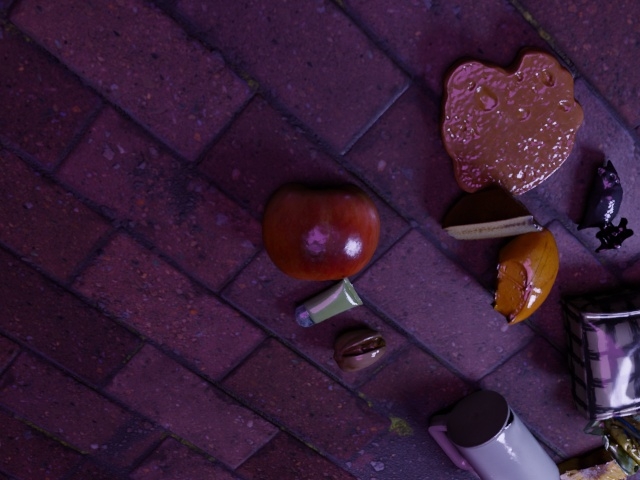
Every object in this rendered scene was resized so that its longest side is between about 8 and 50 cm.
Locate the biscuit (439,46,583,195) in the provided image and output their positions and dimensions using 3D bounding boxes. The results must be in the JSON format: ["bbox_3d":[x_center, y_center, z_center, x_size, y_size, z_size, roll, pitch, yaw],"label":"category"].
[{"bbox_3d":[0.421,-0.267,1.336,0.311,0.057,0.351,-24,117,12],"label":"biscuit"}]

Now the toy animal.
[{"bbox_3d":[0.673,-0.086,1.433,0.117,0.121,0.210,-1,107,51],"label":"toy animal"}]

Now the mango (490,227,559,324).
[{"bbox_3d":[0.505,0.081,1.484,0.153,0.126,0.252,19,110,3],"label":"mango"}]

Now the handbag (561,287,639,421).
[{"bbox_3d":[0.817,0.282,1.549,0.326,0.162,0.326,-11,104,3],"label":"handbag"}]

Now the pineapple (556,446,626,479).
[{"bbox_3d":[0.863,0.720,1.848,0.233,0.079,0.135,-29,106,21],"label":"pineapple"}]

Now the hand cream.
[{"bbox_3d":[0.014,0.171,1.579,0.174,0.046,0.095,-28,113,7],"label":"hand cream"}]

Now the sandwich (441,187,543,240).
[{"bbox_3d":[0.397,-0.060,1.389,0.094,0.096,0.258,24,160,-34],"label":"sandwich"}]

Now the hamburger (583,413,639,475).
[{"bbox_3d":[0.855,0.549,1.651,0.260,0.276,0.150,34,111,-24],"label":"hamburger"}]

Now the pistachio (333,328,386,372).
[{"bbox_3d":[0.106,0.296,1.613,0.149,0.113,0.113,-13,117,-1],"label":"pistachio"}]

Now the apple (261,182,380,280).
[{"bbox_3d":[0.000,0.000,1.422,0.292,0.163,0.252,2,117,1],"label":"apple"}]

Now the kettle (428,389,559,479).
[{"bbox_3d":[0.510,0.605,1.742,0.205,0.265,0.318,-45,113,-13],"label":"kettle"}]
